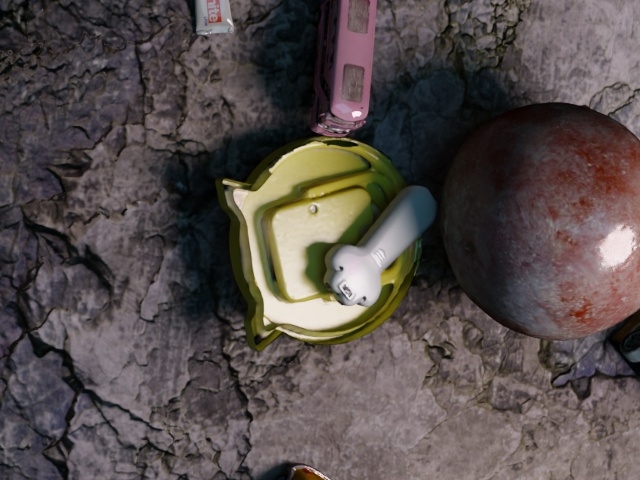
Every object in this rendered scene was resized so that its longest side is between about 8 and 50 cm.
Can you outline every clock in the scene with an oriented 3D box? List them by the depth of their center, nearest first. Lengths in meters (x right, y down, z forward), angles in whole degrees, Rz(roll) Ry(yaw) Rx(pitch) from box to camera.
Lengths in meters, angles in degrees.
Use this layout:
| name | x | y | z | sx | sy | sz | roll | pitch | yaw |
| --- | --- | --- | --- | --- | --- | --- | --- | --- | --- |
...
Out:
| name | x | y | z | sx | sy | sz | roll | pitch | yaw |
| --- | --- | --- | --- | --- | --- | --- | --- | --- | --- |
| clock | -0.001 | 0.000 | 1.700 | 0.294 | 0.071 | 0.277 | -8 | 96 | -28 |

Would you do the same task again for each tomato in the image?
| name | x | y | z | sx | sy | sz | roll | pitch | yaw |
| --- | --- | --- | --- | --- | --- | --- | --- | --- | --- |
| tomato | 0.311 | -0.025 | 1.677 | 0.283 | 0.317 | 0.316 | -20 | 104 | -23 |

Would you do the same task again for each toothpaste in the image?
| name | x | y | z | sx | sy | sz | roll | pitch | yaw |
| --- | --- | --- | --- | --- | --- | --- | --- | --- | --- |
| toothpaste | -0.145 | -0.372 | 1.621 | 0.052 | 0.033 | 0.218 | -9 | 105 | -13 |

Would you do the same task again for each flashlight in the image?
| name | x | y | z | sx | sy | sz | roll | pitch | yaw |
| --- | --- | --- | --- | --- | --- | --- | --- | --- | --- |
| flashlight | 0.080 | 0.003 | 1.679 | 0.200 | 0.047 | 0.093 | -47 | 113 | -22 |

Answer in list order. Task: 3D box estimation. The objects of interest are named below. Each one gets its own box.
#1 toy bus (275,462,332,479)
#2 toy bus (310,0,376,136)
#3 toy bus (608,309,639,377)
| name | x | y | z | sx | sy | sz | roll | pitch | yaw |
| --- | --- | --- | --- | --- | --- | --- | --- | --- | --- |
| toy bus | -0.038 | 0.420 | 1.717 | 0.126 | 0.136 | 0.209 | 41 | 85 | -20 |
| toy bus | 0.029 | -0.240 | 1.653 | 0.063 | 0.090 | 0.203 | 8 | 81 | -20 |
| toy bus | 0.563 | 0.158 | 1.812 | 0.167 | 0.275 | 0.138 | -46 | 109 | -9 |
